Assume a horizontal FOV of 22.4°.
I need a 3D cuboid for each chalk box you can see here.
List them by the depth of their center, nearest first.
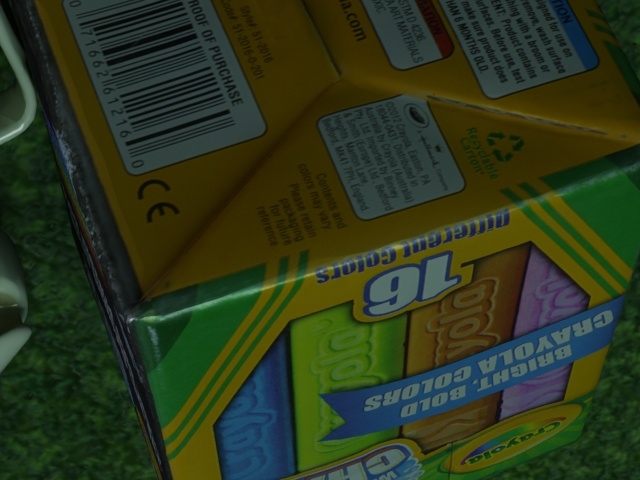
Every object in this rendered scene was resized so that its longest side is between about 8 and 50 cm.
[{"bbox_3d":[0.000,0.000,0.633,0.179,0.180,0.289,-18,152,-9],"label":"chalk box"}]

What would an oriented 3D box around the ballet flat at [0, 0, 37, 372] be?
[{"bbox_3d":[-0.196,-0.020,0.627,0.182,0.164,0.483,-17,135,-26],"label":"ballet flat"}]
